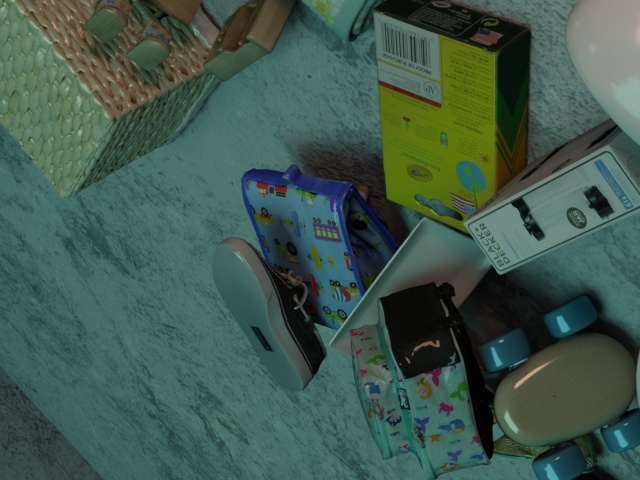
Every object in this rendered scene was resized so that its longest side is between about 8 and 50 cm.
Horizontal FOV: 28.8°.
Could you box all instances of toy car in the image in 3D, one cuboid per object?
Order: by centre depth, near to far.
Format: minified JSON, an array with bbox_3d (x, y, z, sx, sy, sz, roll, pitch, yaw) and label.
[{"bbox_3d":[0.340,0.217,1.833,0.219,0.210,0.238,64,176,3],"label":"toy car"}]

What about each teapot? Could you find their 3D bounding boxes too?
[{"bbox_3d":[0.392,-0.212,1.299,0.256,0.252,0.187,39,123,-10],"label":"teapot"}]

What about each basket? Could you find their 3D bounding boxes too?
[{"bbox_3d":[-0.376,-0.299,2.062,0.328,0.266,0.331,51,145,2],"label":"basket"}]

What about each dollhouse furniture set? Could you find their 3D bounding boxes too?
[{"bbox_3d":[-0.185,-0.360,1.833,0.242,0.212,0.161,33,154,-22],"label":"dollhouse furniture set"}]

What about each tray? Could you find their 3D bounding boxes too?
[{"bbox_3d":[0.138,0.084,1.885,0.145,0.030,0.270,24,118,-21],"label":"tray"}]

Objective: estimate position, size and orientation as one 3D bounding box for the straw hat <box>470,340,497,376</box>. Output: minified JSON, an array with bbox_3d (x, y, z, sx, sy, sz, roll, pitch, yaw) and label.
[{"bbox_3d":[0.215,0.184,2.004,0.144,0.145,0.061,-18,69,55],"label":"straw hat"}]

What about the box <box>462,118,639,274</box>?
[{"bbox_3d":[0.325,-0.071,1.538,0.087,0.169,0.290,53,148,-3],"label":"box"}]

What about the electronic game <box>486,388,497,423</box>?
[{"bbox_3d":[0.189,0.266,2.038,0.229,0.048,0.229,9,160,3],"label":"electronic game"}]

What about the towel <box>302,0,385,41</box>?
[{"bbox_3d":[0.006,-0.473,1.606,0.320,0.090,0.374,49,147,8],"label":"towel"}]

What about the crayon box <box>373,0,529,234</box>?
[{"bbox_3d":[0.177,-0.165,1.699,0.202,0.081,0.318,27,139,32],"label":"crayon box"}]

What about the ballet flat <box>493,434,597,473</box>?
[{"bbox_3d":[0.354,0.321,1.991,0.206,0.073,0.067,1,96,46],"label":"ballet flat"}]

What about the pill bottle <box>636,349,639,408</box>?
[{"bbox_3d":[0.563,0.177,1.479,0.334,0.188,0.188,5,125,47],"label":"pill bottle"}]

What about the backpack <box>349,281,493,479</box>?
[{"bbox_3d":[0.153,0.220,1.813,0.225,0.191,0.253,-102,-12,-64],"label":"backpack"}]

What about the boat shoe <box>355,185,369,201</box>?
[{"bbox_3d":[0.026,-0.059,2.022,0.056,0.048,0.153,39,158,-20],"label":"boat shoe"}]

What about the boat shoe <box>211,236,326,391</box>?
[{"bbox_3d":[-0.068,0.100,1.968,0.113,0.105,0.306,5,134,45],"label":"boat shoe"}]

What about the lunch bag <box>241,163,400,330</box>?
[{"bbox_3d":[0.000,0.000,1.972,0.221,0.138,0.293,14,144,43],"label":"lunch bag"}]

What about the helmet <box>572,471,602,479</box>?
[{"bbox_3d":[0.411,0.456,1.959,0.161,0.169,0.169,50,149,24],"label":"helmet"}]
